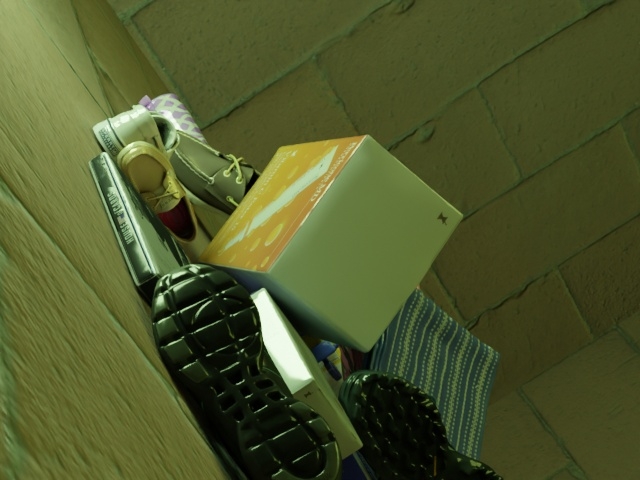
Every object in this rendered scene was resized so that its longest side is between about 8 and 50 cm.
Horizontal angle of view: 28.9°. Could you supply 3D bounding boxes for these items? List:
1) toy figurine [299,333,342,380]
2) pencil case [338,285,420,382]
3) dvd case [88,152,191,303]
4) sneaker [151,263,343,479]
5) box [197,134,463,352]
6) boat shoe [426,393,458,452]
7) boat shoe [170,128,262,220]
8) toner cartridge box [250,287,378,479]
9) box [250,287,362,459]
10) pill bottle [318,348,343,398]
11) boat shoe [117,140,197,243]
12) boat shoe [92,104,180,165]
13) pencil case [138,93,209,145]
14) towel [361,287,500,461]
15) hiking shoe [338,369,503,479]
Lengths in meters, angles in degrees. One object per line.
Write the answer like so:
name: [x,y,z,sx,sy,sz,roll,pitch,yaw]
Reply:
toy figurine: [-0.005,0.127,2.037,0.217,0.191,0.362,62,2,2]
pencil case: [0.096,0.202,1.986,0.160,0.167,0.386,49,-22,44]
dvd case: [-0.168,0.029,1.330,0.179,0.029,0.239,57,2,-40]
sneaker: [-0.078,0.141,1.134,0.267,0.101,0.106,57,-21,26]
box: [0.000,0.000,1.648,0.168,0.215,0.345,39,-12,-17]
boat shoe: [0.133,0.257,1.670,0.258,0.089,0.109,44,46,-45]
boat shoe: [-0.141,-0.088,2.096,0.324,0.096,0.117,40,35,-21]
toner cartridge box: [-0.003,0.236,1.535,0.348,0.075,0.165,58,2,30]
box: [-0.045,0.161,1.368,0.130,0.091,0.170,57,1,-39]
pill bottle: [0.012,0.212,2.235,0.184,0.103,0.103,58,1,19]
boat shoe: [-0.198,-0.058,1.573,0.059,0.063,0.170,50,-4,41]
boat shoe: [-0.228,-0.128,1.660,0.095,0.084,0.258,57,1,0]
pencil case: [-0.246,-0.164,2.211,0.206,0.086,0.088,56,28,16]
towel: [0.164,0.213,1.818,0.336,0.040,0.243,38,56,-44]
hiking shoe: [0.095,0.256,1.501,0.132,0.113,0.304,10,-32,49]
